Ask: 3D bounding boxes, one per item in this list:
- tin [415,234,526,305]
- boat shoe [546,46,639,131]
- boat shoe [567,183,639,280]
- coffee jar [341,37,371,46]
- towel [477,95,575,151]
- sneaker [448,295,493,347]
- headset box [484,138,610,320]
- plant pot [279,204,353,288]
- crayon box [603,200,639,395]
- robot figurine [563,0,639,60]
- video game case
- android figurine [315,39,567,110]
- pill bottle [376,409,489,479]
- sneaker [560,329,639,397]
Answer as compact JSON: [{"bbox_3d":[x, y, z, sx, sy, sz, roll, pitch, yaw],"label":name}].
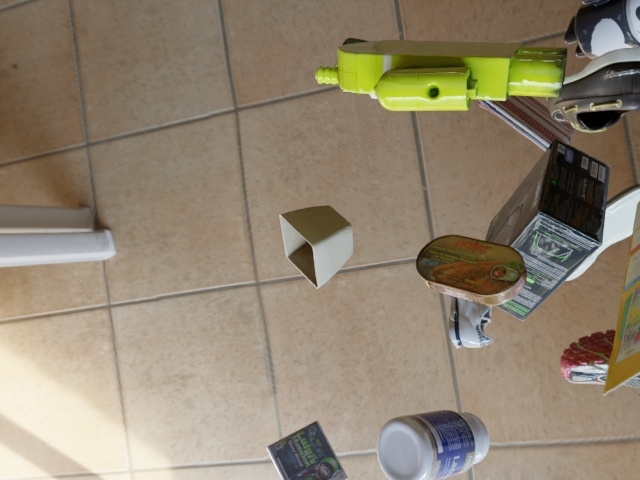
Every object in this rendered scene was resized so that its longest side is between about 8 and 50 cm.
[{"bbox_3d":[0.248,0.047,1.054,0.189,0.040,0.106,15,63,42],"label":"tin"},{"bbox_3d":[0.335,-0.169,0.780,0.081,0.228,0.069,2,89,0],"label":"boat shoe"},{"bbox_3d":[0.672,-0.035,1.557,0.116,0.099,0.320,22,128,-18],"label":"boat shoe"},{"bbox_3d":[0.140,-0.415,1.483,0.184,0.096,0.079,17,76,29],"label":"coffee jar"},{"bbox_3d":[0.534,-0.313,1.629,0.237,0.329,0.037,39,121,9],"label":"towel"},{"bbox_3d":[0.360,0.141,1.511,0.094,0.090,0.235,-10,63,29],"label":"sneaker"},{"bbox_3d":[0.436,-0.014,1.283,0.131,0.246,0.283,28,139,2],"label":"headset box"},{"bbox_3d":[0.000,0.000,1.148,0.096,0.109,0.109,-27,47,-22],"label":"plant pot"},{"bbox_3d":[0.405,0.014,0.644,0.083,0.323,0.203,33,139,4],"label":"crayon box"},{"bbox_3d":[0.785,-0.569,1.668,0.278,0.209,0.174,-3,95,57],"label":"robot figurine"},{"bbox_3d":[-0.038,0.647,1.850,0.173,0.022,0.191,-22,66,-23],"label":"video game case"},{"bbox_3d":[0.132,-0.191,0.716,0.272,0.248,0.056,6,113,19],"label":"android figurine"},{"bbox_3d":[0.269,0.475,1.481,0.153,0.264,0.153,-7,81,46],"label":"pill bottle"},{"bbox_3d":[0.493,0.197,0.898,0.298,0.121,0.112,4,101,4],"label":"sneaker"}]
